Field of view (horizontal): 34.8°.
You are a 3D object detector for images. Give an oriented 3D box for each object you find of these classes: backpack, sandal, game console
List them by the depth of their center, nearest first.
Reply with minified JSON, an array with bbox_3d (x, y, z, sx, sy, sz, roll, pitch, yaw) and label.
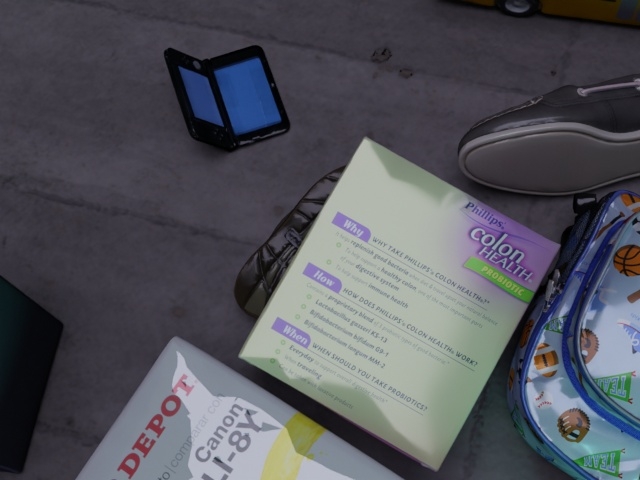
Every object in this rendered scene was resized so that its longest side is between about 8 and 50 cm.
[{"bbox_3d":[0.309,0.112,0.948,0.276,0.213,0.263,29,87,12],"label":"backpack"},{"bbox_3d":[0.000,0.000,1.094,0.090,0.060,0.219,44,91,4],"label":"sandal"},{"bbox_3d":[-0.107,-0.171,1.160,0.071,0.107,0.122,-31,67,26],"label":"game console"}]

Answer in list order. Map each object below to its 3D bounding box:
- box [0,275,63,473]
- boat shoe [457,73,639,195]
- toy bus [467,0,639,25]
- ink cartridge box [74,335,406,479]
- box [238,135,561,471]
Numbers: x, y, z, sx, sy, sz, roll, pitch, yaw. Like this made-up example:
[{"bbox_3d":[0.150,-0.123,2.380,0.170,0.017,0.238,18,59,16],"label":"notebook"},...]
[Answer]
[{"bbox_3d":[-0.453,0.102,0.984,0.294,0.296,0.182,6,71,9],"label":"box"},{"bbox_3d":[0.306,-0.122,1.081,0.335,0.112,0.095,-6,53,-1],"label":"boat shoe"},{"bbox_3d":[0.293,-0.318,1.129,0.333,0.130,0.108,10,73,10],"label":"toy bus"},{"bbox_3d":[-0.046,0.309,0.935,0.385,0.160,0.279,30,77,16],"label":"ink cartridge box"},{"bbox_3d":[0.073,0.062,0.995,0.214,0.117,0.243,29,85,3],"label":"box"}]
